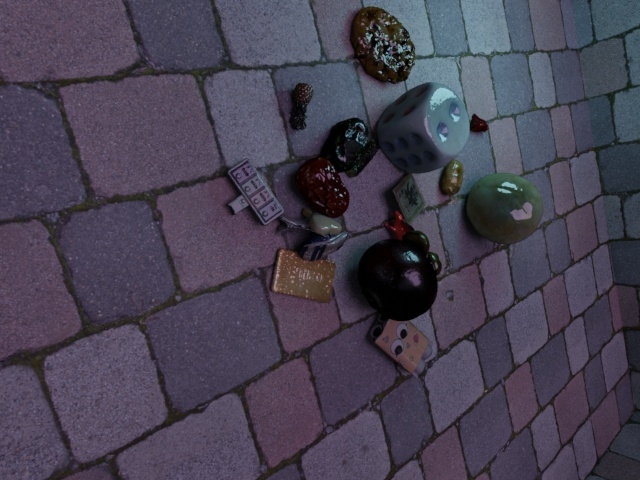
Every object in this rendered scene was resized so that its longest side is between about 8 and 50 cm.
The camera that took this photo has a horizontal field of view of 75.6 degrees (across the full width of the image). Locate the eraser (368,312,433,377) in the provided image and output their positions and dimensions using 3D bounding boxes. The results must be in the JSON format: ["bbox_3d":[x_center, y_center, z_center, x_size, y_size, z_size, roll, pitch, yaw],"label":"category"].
[{"bbox_3d":[0.332,0.414,1.690,0.290,0.087,0.171,44,67,-25],"label":"eraser"}]

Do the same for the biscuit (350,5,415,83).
[{"bbox_3d":[0.271,-0.802,1.696,0.334,0.081,0.289,23,75,-30],"label":"biscuit"}]

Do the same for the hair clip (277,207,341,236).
[{"bbox_3d":[-0.035,-0.060,1.427,0.219,0.159,0.071,7,118,-7],"label":"hair clip"}]

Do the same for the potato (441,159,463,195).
[{"bbox_3d":[0.613,-0.289,1.913,0.107,0.080,0.170,29,71,-43],"label":"potato"}]

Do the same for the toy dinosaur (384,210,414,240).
[{"bbox_3d":[0.357,0.014,1.689,0.070,0.139,0.286,-24,102,-32],"label":"toy dinosaur"}]

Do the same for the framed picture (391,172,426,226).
[{"bbox_3d":[0.377,-0.180,1.744,0.231,0.010,0.173,-45,113,-47],"label":"framed picture"}]

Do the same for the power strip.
[{"bbox_3d":[-0.235,-0.139,1.337,0.145,0.061,0.215,-37,101,-17],"label":"power strip"}]

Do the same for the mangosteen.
[{"bbox_3d":[0.298,0.135,1.540,0.330,0.330,0.330,1,88,-34],"label":"mangosteen"}]

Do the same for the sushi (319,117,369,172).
[{"bbox_3d":[0.095,-0.352,1.531,0.124,0.127,0.225,38,66,-27],"label":"sushi"}]

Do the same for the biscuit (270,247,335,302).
[{"bbox_3d":[-0.056,0.127,1.468,0.250,0.030,0.160,16,78,-33],"label":"biscuit"}]

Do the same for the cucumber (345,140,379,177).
[{"bbox_3d":[0.167,-0.319,1.624,0.058,0.058,0.187,51,61,-22],"label":"cucumber"}]

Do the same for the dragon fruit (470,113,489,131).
[{"bbox_3d":[0.814,-0.578,2.067,0.131,0.063,0.097,21,77,-32],"label":"dragon fruit"}]

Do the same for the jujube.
[{"bbox_3d":[0.012,-0.184,1.456,0.230,0.155,0.155,46,65,-26],"label":"jujube"}]

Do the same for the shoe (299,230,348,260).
[{"bbox_3d":[0.000,0.000,1.478,0.207,0.091,0.106,-25,63,-40],"label":"shoe"}]

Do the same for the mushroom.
[{"bbox_3d":[0.874,-0.156,1.970,0.352,0.260,0.352,-2,79,10],"label":"mushroom"}]

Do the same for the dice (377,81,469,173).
[{"bbox_3d":[0.412,-0.448,1.665,0.264,0.268,0.262,44,65,-26],"label":"dice"}]

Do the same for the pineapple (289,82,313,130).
[{"bbox_3d":[-0.069,-0.472,1.462,0.074,0.074,0.159,8,92,-34],"label":"pineapple"}]
